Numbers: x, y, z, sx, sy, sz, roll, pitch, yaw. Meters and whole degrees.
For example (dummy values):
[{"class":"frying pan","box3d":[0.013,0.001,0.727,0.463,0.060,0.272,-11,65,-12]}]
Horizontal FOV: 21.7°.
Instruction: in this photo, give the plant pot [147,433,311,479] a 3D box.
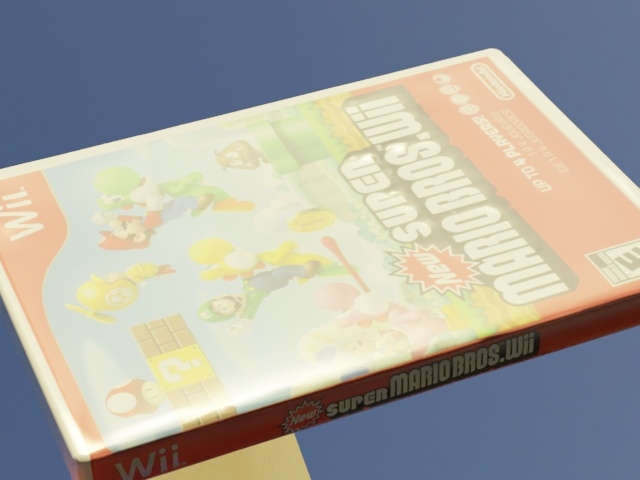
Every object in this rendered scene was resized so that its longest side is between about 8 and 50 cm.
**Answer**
[{"class":"plant pot","box3d":[-0.070,0.150,0.883,0.096,0.109,0.109,-10,-108,-35]}]

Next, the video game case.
[{"class":"video game case","box3d":[0.000,0.000,0.745,0.285,0.204,0.025,-16,-50,-17]}]
